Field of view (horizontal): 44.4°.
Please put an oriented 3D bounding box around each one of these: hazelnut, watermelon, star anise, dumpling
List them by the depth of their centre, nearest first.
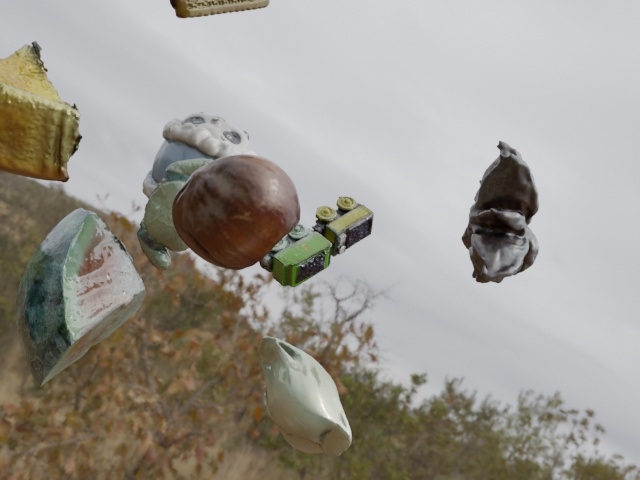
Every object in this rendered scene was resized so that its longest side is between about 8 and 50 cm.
[{"bbox_3d":[-0.105,-0.041,0.966,0.143,0.154,0.143,42,30,-30],"label":"hazelnut"},{"bbox_3d":[-0.041,0.266,1.314,0.229,0.124,0.151,59,-39,10],"label":"dumpling"},{"bbox_3d":[0.340,-0.040,1.449,0.139,0.360,0.316,15,-47,1],"label":"star anise"},{"bbox_3d":[-0.477,0.108,1.620,0.228,0.388,0.258,-31,-41,34],"label":"watermelon"}]

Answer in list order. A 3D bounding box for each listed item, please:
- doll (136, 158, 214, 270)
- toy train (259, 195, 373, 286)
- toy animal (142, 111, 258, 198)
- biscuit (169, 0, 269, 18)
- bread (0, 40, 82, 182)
[{"bbox_3d":[-0.237,-0.046,1.294,0.103,0.214,0.071,25,18,-14],"label":"doll"},{"bbox_3d":[0.000,0.000,1.175,0.081,0.202,0.060,38,-38,31],"label":"toy train"},{"bbox_3d":[-0.237,-0.145,1.518,0.208,0.204,0.156,26,11,7],"label":"toy animal"},{"bbox_3d":[-0.181,-0.497,1.413,0.029,0.172,0.254,10,24,36],"label":"biscuit"},{"bbox_3d":[-0.373,-0.164,1.005,0.169,0.140,0.160,19,30,-9],"label":"bread"}]
